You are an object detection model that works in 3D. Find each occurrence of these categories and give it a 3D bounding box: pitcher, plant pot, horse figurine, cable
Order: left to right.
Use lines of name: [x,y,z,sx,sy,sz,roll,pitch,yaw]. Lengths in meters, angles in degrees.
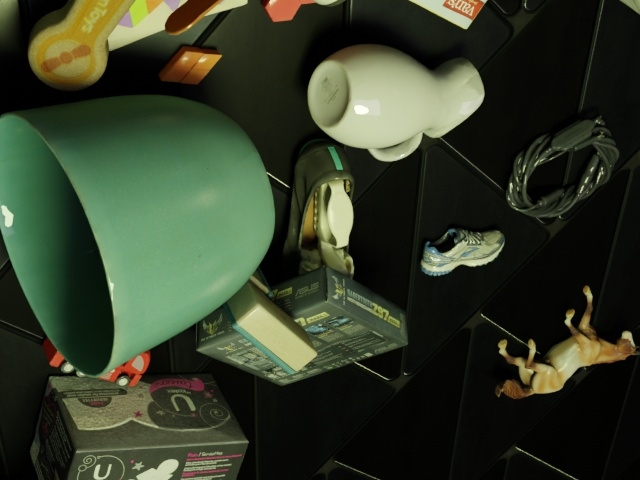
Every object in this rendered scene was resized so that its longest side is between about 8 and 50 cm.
plant pot: [-0.195,-0.029,1.179,0.235,0.293,0.293,-22,135,-32]
pitcher: [0.077,-0.160,1.331,0.207,0.125,0.178,-3,143,-40]
horse figurine: [0.407,0.195,1.822,0.263,0.066,0.174,-34,128,-3]
cable: [0.353,-0.101,1.574,0.184,0.047,0.150,-33,139,-4]

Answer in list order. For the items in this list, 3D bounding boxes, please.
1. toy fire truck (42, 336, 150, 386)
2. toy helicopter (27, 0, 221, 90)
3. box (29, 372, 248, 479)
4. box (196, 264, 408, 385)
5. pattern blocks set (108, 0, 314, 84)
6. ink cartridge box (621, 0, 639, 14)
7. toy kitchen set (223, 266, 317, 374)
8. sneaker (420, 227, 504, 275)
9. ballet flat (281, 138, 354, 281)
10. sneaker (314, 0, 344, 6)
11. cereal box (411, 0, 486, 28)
toy fire truck: [-0.289,0.113,1.390,0.192,0.047,0.135,23,111,-40]
toy helicopter: [-0.169,-0.281,1.055,0.235,0.140,0.355,24,123,-29]
box: [-0.250,0.281,1.467,0.247,0.163,0.142,4,120,-31]
box: [-0.026,0.122,1.458,0.232,0.059,0.183,-23,145,32]
pattern blocks set: [-0.167,-0.290,1.148,0.324,0.026,0.285,-30,134,-3]
ink cartridge box: [0.454,-0.403,1.346,0.212,0.093,0.154,-44,132,7]
toy kitchen set: [-0.130,0.105,1.352,0.166,0.207,0.122,-41,127,8]
sneaker: [0.211,0.007,1.575,0.135,0.052,0.058,-19,128,-14]
ballet flat: [0.000,0.000,1.422,0.095,0.096,0.280,-16,132,-20]
sneaker: [0.014,-0.397,1.089,0.178,0.124,0.296,13,112,-40]
cereal box: [0.155,-0.354,1.104,0.173,0.047,0.240,17,118,-41]
